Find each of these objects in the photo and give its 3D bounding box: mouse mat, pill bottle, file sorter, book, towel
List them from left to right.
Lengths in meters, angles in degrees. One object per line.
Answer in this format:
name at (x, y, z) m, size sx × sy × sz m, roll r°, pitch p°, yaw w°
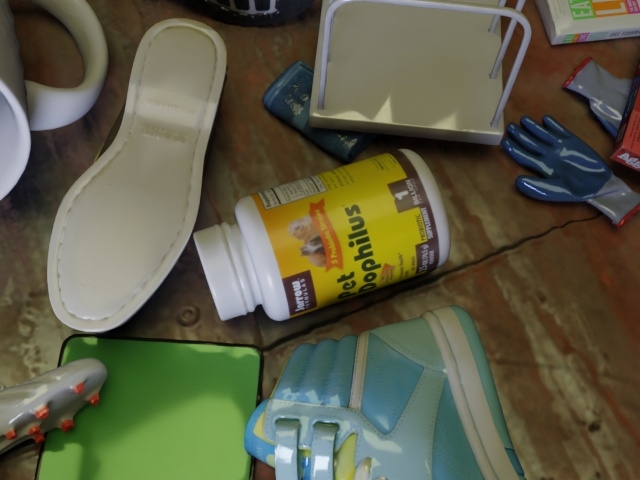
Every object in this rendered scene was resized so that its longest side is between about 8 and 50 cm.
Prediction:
mouse mat at (-0.149, 0.159, 0.751) m, size 0.190 × 0.007 × 0.152 m, roll 4°, pitch 65°, yaw 1°
pill bottle at (0.000, 0.000, 0.764) m, size 0.215 × 0.117 × 0.117 m, roll -18°, pitch 66°, yaw -8°
towel at (0.002, -0.135, 0.875) m, size 0.119 × 0.029 × 0.067 m, roll 37°, pitch 71°, yaw 15°
file sorter at (0.100, -0.264, 0.839) m, size 0.193 × 0.173 × 0.277 m, roll 6°, pitch 59°, yaw -1°
book at (0.316, -0.267, 0.939) m, size 0.144 × 0.035 × 0.096 m, roll -8°, pitch 68°, yaw -6°

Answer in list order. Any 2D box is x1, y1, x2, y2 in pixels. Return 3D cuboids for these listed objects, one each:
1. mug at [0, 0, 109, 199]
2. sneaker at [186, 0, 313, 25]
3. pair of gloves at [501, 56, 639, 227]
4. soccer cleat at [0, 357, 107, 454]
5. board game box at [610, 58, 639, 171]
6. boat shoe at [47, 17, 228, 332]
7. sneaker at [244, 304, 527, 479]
mug at (-0.386, -0.204, 0.801) m, size 0.374 × 0.276 × 0.328 m, roll 3°, pitch 53°, yaw -32°
sneaker at (-0.136, -0.332, 0.927) m, size 0.300 × 0.111 × 0.121 m, roll 19°, pitch 62°, yaw 6°
pair of gloves at (0.285, -0.099, 0.864) m, size 0.159 × 0.023 × 0.198 m, roll 41°, pitch 71°, yaw 19°
soccer cleat at (-0.277, 0.150, 0.720) m, size 0.196 × 0.068 × 0.076 m, roll -34°, pitch 64°, yaw -8°
board game box at (0.402, -0.169, 0.874) m, size 0.145 × 0.027 × 0.281 m, roll 25°, pitch 65°, yaw -2°
boat shoe at (-0.166, -0.056, 0.802) m, size 0.117 × 0.096 × 0.324 m, roll 15°, pitch 66°, yaw -5°
sneaker at (0.050, 0.204, 0.655) m, size 0.208 × 0.127 × 0.319 m, roll -8°, pitch 47°, yaw -3°
